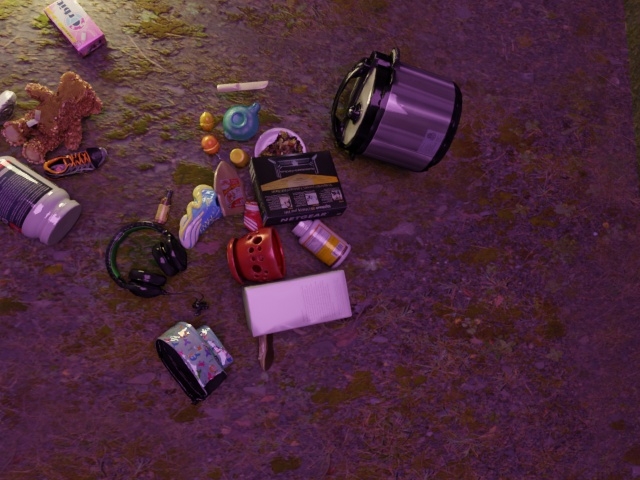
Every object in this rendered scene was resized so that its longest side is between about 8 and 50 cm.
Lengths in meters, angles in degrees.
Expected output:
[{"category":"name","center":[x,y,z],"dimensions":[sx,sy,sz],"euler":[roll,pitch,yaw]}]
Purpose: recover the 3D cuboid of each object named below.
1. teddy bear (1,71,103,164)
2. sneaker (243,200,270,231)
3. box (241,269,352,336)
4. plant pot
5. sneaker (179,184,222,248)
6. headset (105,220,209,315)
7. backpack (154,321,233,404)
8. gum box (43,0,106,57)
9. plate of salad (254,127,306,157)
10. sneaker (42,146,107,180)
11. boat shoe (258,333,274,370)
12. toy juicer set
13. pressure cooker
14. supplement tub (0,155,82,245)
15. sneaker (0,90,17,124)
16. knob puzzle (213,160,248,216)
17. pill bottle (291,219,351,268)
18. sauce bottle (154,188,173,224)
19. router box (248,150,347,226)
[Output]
[{"category":"teddy bear","center":[-0.908,-0.414,1.658],"dimensions":[0.245,0.113,0.337],"euler":[29,87,-2]},{"category":"sneaker","center":[-0.184,-0.074,1.817],"dimensions":[0.222,0.087,0.127],"euler":[8,108,-19]},{"category":"box","center":[-0.093,0.215,1.730],"dimensions":[0.346,0.215,0.168],"euler":[-9,89,-13]},{"category":"plant pot","center":[-0.227,0.056,1.720],"dimensions":[0.174,0.191,0.191],"euler":[-11,88,7]},{"category":"sneaker","center":[-0.414,-0.082,1.719],"dimensions":[0.126,0.091,0.239],"euler":[8,81,25]},{"category":"headset","center":[-0.554,0.109,1.695],"dimensions":[0.394,0.185,0.243],"euler":[40,84,8]},{"category":"backpack","center":[-0.432,0.393,1.638],"dimensions":[0.253,0.225,0.191],"euler":[46,55,-1]},{"category":"gum box","center":[-0.853,-0.747,1.704],"dimensions":[0.107,0.062,0.188],"euler":[-41,95,-12]},{"category":"plate of salad","center":[-0.149,-0.332,1.845],"dimensions":[0.200,0.048,0.199],"euler":[1,85,-12]},{"category":"sneaker","center":[-0.838,-0.266,1.662],"dimensions":[0.215,0.083,0.084],"euler":[-27,91,-15]},{"category":"boat shoe","center":[-0.205,0.398,1.780],"dimensions":[0.056,0.048,0.152],"euler":[-1,90,-58]},{"category":"toy juicer set","center":[-0.330,-0.449,1.798],"dimensions":[0.210,0.089,0.328],"euler":[16,90,1]},{"category":"pressure cooker","center":[0.256,-0.472,1.783],"dimensions":[0.421,0.375,0.369],"euler":[14,86,-12]},{"category":"supplement tub","center":[-0.946,-0.125,1.570],"dimensions":[0.272,0.191,0.191],"euler":[35,79,-8]},{"category":"sneaker","center":[-1.115,-0.418,1.608],"dimensions":[0.115,0.090,0.232],"euler":[36,78,-5]},{"category":"knob puzzle","center":[-0.331,-0.187,1.740],"dimensions":[0.030,0.213,0.213],"euler":[-13,88,24]},{"category":"pill bottle","center":[0.000,0.000,1.818],"dimensions":[0.215,0.117,0.117],"euler":[39,79,-7]},{"category":"sauce bottle","center":[-0.556,-0.120,1.737],"dimensions":[0.042,0.042,0.128],"euler":[17,84,-11]},{"category":"router box","center":[-0.082,-0.193,1.764],"dimensions":[0.309,0.081,0.242],"euler":[-9,71,-21]}]
